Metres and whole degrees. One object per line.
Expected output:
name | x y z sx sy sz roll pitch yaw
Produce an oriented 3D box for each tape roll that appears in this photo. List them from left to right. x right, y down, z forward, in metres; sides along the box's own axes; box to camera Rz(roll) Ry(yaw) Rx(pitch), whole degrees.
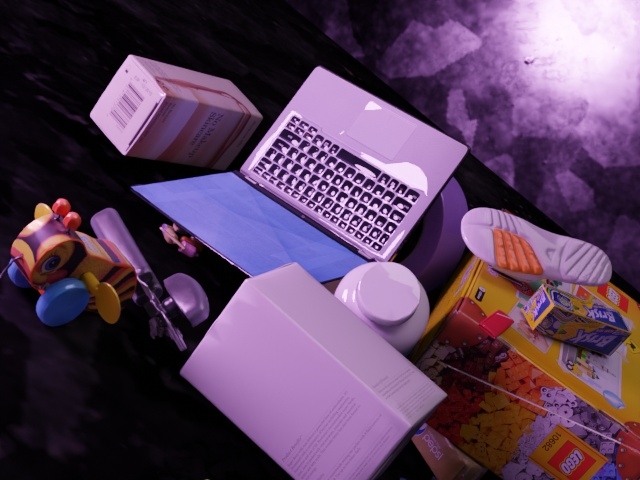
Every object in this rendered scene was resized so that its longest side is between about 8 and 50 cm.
tape roll | 0.149 -0.029 2.193 0.090 0.275 0.275 14 29 -50

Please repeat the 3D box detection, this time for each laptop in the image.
laptop | -0.032 -0.122 1.945 0.382 0.408 0.236 34 -5 33

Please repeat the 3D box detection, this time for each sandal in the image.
sandal | 0.341 0.032 1.840 0.265 0.076 0.102 18 60 -10

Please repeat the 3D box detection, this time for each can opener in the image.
can opener | -0.244 0.051 1.620 0.280 0.093 0.074 47 -16 39

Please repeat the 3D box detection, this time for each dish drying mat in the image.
dish drying mat | 0.261 0.123 1.674 0.032 0.008 0.083 42 27 14

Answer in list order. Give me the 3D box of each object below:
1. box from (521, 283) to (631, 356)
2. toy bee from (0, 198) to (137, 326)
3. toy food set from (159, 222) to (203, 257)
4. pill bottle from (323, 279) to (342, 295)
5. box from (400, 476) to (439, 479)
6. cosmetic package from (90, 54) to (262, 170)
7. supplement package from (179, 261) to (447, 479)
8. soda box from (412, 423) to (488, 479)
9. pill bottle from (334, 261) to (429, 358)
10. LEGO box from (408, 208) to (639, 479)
box | 0.402 0.126 1.771 0.169 0.059 0.054 19 33 -28
toy bee | -0.322 0.030 1.428 0.195 0.162 0.298 40 19 6
toy food set | -0.227 0.000 1.877 0.078 0.019 0.122 40 12 11
pill bottle | 0.000 0.000 2.090 0.130 0.130 0.246 16 28 -45
box | 0.210 0.421 1.613 0.225 0.036 0.136 34 19 -4
cosmetic package | -0.269 -0.237 2.159 0.129 0.153 0.296 47 23 25
supplement package | -0.007 0.195 1.550 0.293 0.177 0.175 41 20 12
soda box | 0.187 0.313 1.792 0.061 0.058 0.181 19 25 -41
pill bottle | 0.082 0.125 1.725 0.146 0.146 0.264 40 -22 10
LEGO box | 0.370 0.195 1.908 0.372 0.193 0.500 36 26 3
